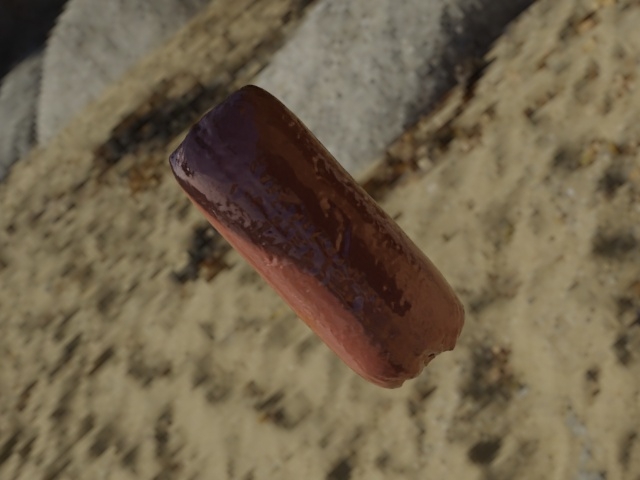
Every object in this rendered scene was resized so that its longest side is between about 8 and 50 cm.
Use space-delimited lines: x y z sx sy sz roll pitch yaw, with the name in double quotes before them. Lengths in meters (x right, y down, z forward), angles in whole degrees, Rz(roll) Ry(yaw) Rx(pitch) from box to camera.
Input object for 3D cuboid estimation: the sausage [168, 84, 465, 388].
"sausage" 0.000 0.000 0.734 0.062 0.154 0.062 -43 4 4
